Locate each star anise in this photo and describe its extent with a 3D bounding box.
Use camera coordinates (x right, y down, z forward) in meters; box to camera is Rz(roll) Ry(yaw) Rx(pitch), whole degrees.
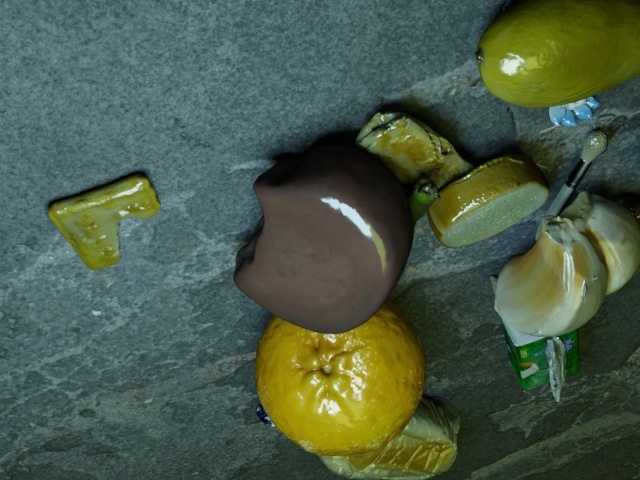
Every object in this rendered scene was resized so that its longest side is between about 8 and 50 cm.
[{"bbox_3d":[0.674,-0.068,1.884,0.168,0.057,0.167,-5,130,-7],"label":"star anise"}]

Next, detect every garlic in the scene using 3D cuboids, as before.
[{"bbox_3d":[0.487,0.054,1.828,0.249,0.286,0.313,24,142,9],"label":"garlic"}]

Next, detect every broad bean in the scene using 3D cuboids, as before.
[{"bbox_3d":[0.151,-0.052,1.653,0.075,0.067,0.325,-40,174,-27],"label":"broad bean"}]

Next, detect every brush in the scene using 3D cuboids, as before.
[{"bbox_3d":[0.484,-0.099,1.793,0.042,0.039,0.299,-2,138,-19],"label":"brush"}]

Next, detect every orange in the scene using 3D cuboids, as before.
[{"bbox_3d":[0.035,0.244,1.772,0.341,0.340,0.293,-22,165,4],"label":"orange"}]

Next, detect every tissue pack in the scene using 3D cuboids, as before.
[{"bbox_3d":[0.516,0.255,2.107,0.148,0.156,0.209,-22,138,0],"label":"tissue pack"}]

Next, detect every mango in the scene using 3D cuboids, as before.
[{"bbox_3d":[0.399,-0.314,1.455,0.332,0.142,0.195,-18,138,-12],"label":"mango"}]

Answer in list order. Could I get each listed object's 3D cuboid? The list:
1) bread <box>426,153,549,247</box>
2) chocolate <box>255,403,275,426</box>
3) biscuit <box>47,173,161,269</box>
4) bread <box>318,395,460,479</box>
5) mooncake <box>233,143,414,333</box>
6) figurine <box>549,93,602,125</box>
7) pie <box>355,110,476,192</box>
[{"bbox_3d":[0.308,-0.071,1.694,0.236,0.070,0.236,-22,158,-9],"label":"bread"},{"bbox_3d":[0.006,0.297,2.007,0.343,0.126,0.148,-27,100,13],"label":"chocolate"},{"bbox_3d":[-0.348,-0.031,1.564,0.183,0.039,0.174,-21,138,5],"label":"biscuit"},{"bbox_3d":[0.143,0.463,2.206,0.389,0.183,0.236,22,110,-29],"label":"bread"},{"bbox_3d":[0.000,0.000,1.585,0.334,0.174,0.325,-2,125,27],"label":"mooncake"},{"bbox_3d":[0.438,-0.252,1.573,0.114,0.079,0.114,0,93,-3],"label":"figurine"},{"bbox_3d":[0.172,-0.143,1.605,0.129,0.068,0.282,-32,142,23],"label":"pie"}]
